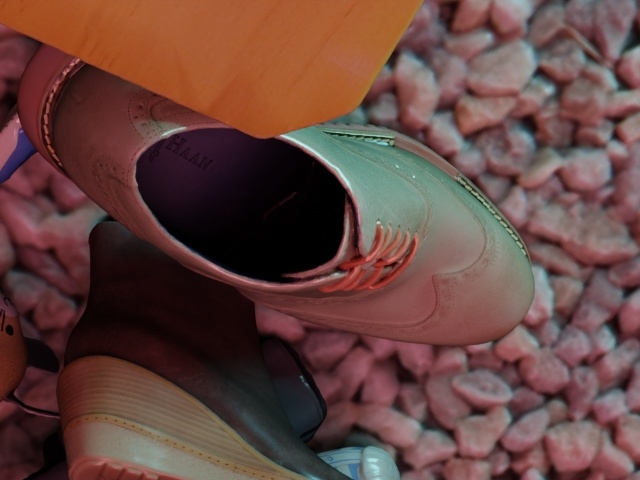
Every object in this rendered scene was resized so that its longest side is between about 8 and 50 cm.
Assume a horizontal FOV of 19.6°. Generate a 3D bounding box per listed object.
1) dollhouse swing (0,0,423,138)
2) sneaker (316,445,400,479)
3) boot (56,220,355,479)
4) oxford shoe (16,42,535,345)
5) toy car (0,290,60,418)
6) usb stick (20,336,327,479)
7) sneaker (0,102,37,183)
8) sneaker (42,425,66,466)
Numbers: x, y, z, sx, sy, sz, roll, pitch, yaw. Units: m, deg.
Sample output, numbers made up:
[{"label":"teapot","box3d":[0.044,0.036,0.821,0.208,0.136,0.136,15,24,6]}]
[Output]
[{"label":"dollhouse swing","box3d":[-0.053,-0.291,0.990,0.347,0.315,0.305,22,127,-24]},{"label":"sneaker","box3d":[0.045,0.240,1.306,0.086,0.085,0.237,-12,120,22]},{"label":"boot","box3d":[-0.042,0.098,1.155,0.248,0.207,0.090,24,129,-20]},{"label":"oxford shoe","box3d":[0.000,0.000,1.128,0.397,0.146,0.140,21,106,-36]},{"label":"toy car","box3d":[-0.216,0.047,1.137,0.149,0.155,0.188,-46,122,8]},{"label":"usb stick","box3d":[-0.114,0.151,1.181,0.278,0.045,0.077,-29,95,-31]},{"label":"sneaker","box3d":[-0.138,-0.076,1.147,0.084,0.058,0.152,41,92,-14]},{"label":"sneaker","box3d":[-0.182,0.236,1.246,0.130,0.087,0.227,-13,119,-13]}]
